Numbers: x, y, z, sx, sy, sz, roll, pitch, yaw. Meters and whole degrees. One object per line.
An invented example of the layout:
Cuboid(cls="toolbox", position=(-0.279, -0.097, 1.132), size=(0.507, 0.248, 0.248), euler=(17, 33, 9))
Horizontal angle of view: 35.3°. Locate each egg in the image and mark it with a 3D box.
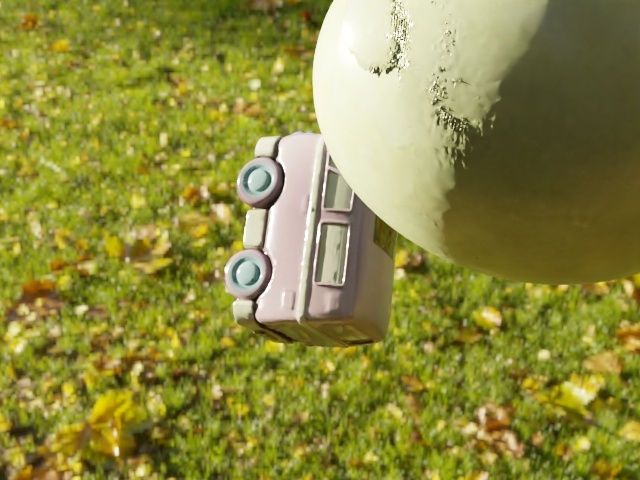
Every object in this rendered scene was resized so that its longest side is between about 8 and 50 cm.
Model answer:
Cuboid(cls="egg", position=(0.116, -0.071, 0.507), size=(0.253, 0.187, 0.186), euler=(9, 28, -25))

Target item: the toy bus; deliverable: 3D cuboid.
Cuboid(cls="toy bus", position=(0.000, 0.000, 1.007), size=(0.142, 0.142, 0.203), euler=(0, 74, 23))
